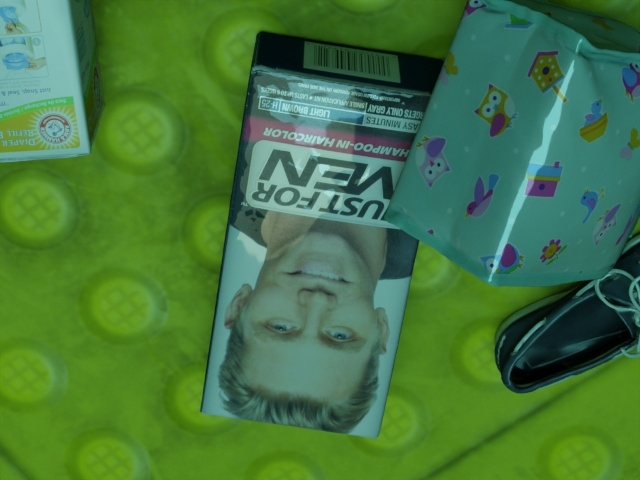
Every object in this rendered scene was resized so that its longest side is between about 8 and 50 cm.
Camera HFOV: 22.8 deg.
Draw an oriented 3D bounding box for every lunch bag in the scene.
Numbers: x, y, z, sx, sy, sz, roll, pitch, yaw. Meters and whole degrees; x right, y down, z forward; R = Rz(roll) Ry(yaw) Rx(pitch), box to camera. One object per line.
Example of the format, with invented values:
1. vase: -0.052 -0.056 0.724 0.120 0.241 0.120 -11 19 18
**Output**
1. lunch bag: 0.209 -0.083 1.349 0.262 0.160 0.223 1 114 -48

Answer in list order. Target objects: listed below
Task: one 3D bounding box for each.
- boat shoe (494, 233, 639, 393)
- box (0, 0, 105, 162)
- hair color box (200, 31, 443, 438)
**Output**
1. boat shoe: 0.276 0.063 1.481 0.254 0.079 0.095 -26 111 12
2. box: -0.252 -0.182 1.356 0.103 0.114 0.203 -4 116 1
3. hair color box: 0.000 0.000 1.443 0.173 0.105 0.347 8 116 -3
